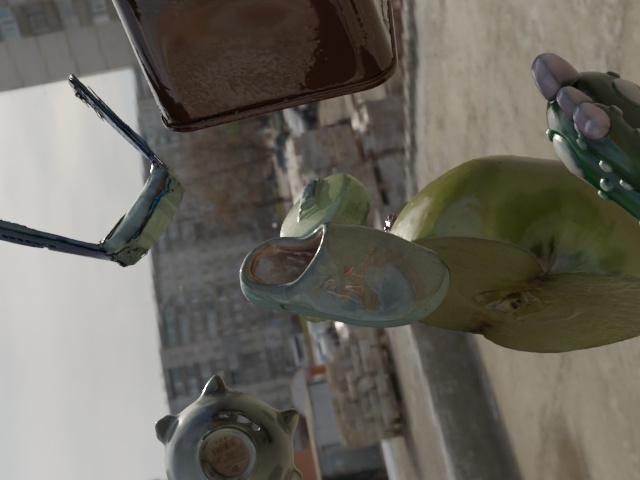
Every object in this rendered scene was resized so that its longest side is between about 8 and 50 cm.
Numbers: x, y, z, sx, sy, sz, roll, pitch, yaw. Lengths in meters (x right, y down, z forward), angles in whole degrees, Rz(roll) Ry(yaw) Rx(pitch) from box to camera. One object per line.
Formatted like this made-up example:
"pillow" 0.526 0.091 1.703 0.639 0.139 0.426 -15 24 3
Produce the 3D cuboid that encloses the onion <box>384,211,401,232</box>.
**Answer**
"onion" 0.192 0.032 1.870 0.195 0.159 0.159 84 175 -51

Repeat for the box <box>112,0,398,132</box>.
"box" -0.090 -0.329 1.375 0.239 0.339 0.229 -90 -17 -47

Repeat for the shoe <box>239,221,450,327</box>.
"shoe" 0.013 0.024 0.898 0.078 0.195 0.079 64 -145 -50

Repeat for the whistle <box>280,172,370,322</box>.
"whistle" 0.000 0.000 1.197 0.067 0.126 0.258 40 -152 -22

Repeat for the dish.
"dish" -0.141 0.319 1.563 0.086 0.236 0.228 110 160 -79

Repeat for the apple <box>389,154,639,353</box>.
"apple" 0.260 0.046 1.359 0.320 0.311 0.360 57 161 10

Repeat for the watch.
"watch" -0.347 -0.055 1.390 0.274 0.276 0.068 40 178 22

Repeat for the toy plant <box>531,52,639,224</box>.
"toy plant" 0.314 -0.104 1.071 0.232 0.112 0.243 37 -161 -28
